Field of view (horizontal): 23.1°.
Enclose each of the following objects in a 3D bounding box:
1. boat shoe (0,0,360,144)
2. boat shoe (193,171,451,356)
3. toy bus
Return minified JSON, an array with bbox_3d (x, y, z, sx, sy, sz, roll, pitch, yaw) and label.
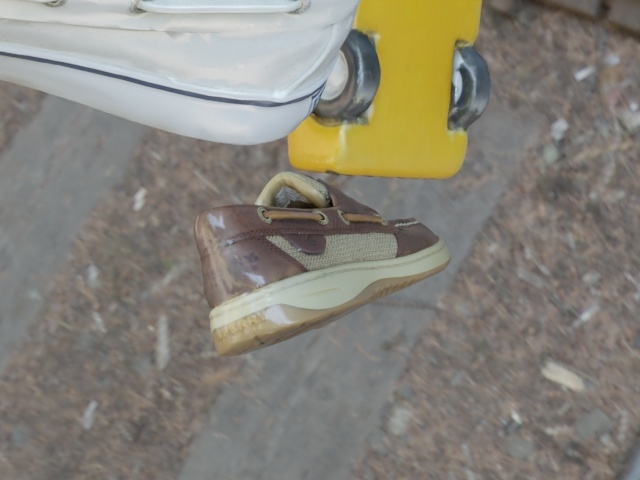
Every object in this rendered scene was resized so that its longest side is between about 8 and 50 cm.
[{"bbox_3d":[-0.148,-0.148,0.670,0.156,0.367,0.136,121,157,-46],"label":"boat shoe"},{"bbox_3d":[0.000,0.000,1.221,0.123,0.342,0.123,-26,85,27],"label":"boat shoe"},{"bbox_3d":[0.024,-0.205,0.876,0.130,0.108,0.333,10,98,45],"label":"toy bus"}]
